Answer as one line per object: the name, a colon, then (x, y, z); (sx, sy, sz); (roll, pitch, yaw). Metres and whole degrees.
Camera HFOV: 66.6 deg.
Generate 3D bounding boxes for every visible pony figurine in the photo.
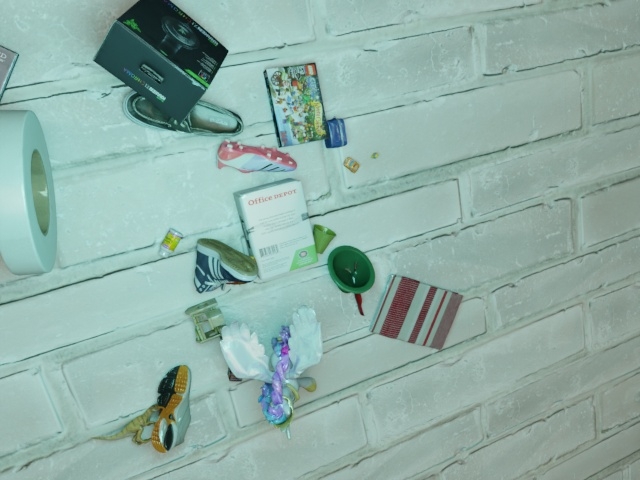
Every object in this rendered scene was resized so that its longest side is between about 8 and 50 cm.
pony figurine: (-0.113, 0.380, 1.497); (0.303, 0.363, 0.351); (-13, 90, 6)

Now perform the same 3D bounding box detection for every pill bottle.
pill bottle: (-0.451, 0.008, 1.459); (0.043, 0.043, 0.083); (30, 90, -24)

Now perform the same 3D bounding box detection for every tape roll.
tape roll: (-0.697, -0.110, 1.155); (0.072, 0.392, 0.392); (-5, 104, -21)

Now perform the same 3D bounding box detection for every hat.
hat: (0.081, 0.150, 1.705); (0.173, 0.183, 0.208); (-8, 63, -26)

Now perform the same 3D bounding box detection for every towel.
towel: (0.361, 0.272, 1.834); (0.329, 0.037, 0.237); (18, 97, -22)

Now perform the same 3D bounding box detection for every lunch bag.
lunch bag: (0.049, -0.346, 1.558); (0.065, 0.067, 0.098); (-14, 105, -18)

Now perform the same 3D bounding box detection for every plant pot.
plant pot: (0.000, 0.000, 1.617); (0.083, 0.083, 0.079); (17, 108, -23)

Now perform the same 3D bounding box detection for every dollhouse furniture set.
dollhouse furniture set: (-0.334, 0.297, 1.504); (0.101, 0.161, 0.182); (-21, 107, -15)

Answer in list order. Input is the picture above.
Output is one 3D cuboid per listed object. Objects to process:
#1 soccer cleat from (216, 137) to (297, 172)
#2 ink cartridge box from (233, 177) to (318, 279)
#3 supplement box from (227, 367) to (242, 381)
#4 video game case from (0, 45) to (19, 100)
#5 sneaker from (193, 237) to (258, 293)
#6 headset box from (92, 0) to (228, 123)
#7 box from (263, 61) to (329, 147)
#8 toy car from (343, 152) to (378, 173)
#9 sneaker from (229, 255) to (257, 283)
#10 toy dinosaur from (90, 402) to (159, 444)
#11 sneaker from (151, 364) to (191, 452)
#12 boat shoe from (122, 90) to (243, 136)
soccer cleat: (-0.195, -0.241, 1.493); (0.248, 0.083, 0.095); (9, 127, -27)
ink cartridge box: (-0.139, -0.041, 1.528); (0.198, 0.115, 0.272); (-17, 108, -17)
supplement box: (-0.278, 0.416, 1.610); (0.043, 0.055, 0.083); (7, 99, -21)
video game case: (-0.906, -0.384, 1.210); (0.196, 0.026, 0.274); (23, 92, -24)
sneaker: (-0.282, 0.105, 1.430); (0.099, 0.282, 0.153); (0, 109, -42)
headset box: (-0.394, -0.467, 1.237); (0.246, 0.283, 0.131); (36, 125, -23)
box: (-0.072, -0.414, 1.497); (0.159, 0.044, 0.233); (-15, 101, -17)
toy car: (0.137, -0.272, 1.622); (0.122, 0.040, 0.060); (-39, 112, -9)
sneaker: (-0.244, 0.096, 1.509); (0.064, 0.175, 0.067); (8, 63, -41)
toy dinosaur: (-0.591, 0.597, 1.538); (0.211, 0.064, 0.112); (-32, 93, -21)
sneaker: (-0.458, 0.529, 1.557); (0.099, 0.121, 0.262); (8, 79, 17)
boat shoe: (-0.374, -0.359, 1.365); (0.335, 0.119, 0.121); (3, 101, -22)
